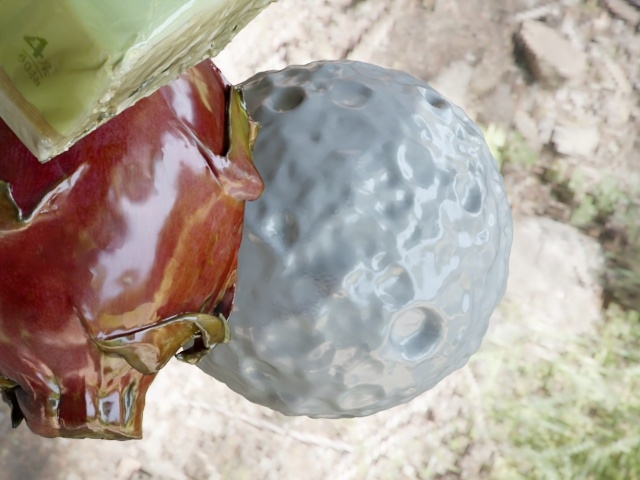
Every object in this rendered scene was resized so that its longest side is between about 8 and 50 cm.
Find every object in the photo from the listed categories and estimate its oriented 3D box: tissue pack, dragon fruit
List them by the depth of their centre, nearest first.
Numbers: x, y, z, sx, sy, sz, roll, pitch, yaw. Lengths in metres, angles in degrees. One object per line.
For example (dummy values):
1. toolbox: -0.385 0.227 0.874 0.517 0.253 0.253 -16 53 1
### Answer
1. tissue pack: -0.135 -0.178 0.655 0.234 0.125 0.159 52 49 -2
2. dragon fruit: -0.164 -0.032 0.891 0.250 0.250 0.315 30 79 -56

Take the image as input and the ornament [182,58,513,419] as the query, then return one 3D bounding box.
1. ornament: 0.000 0.000 1.241 0.337 0.337 0.337 -30 130 -43
